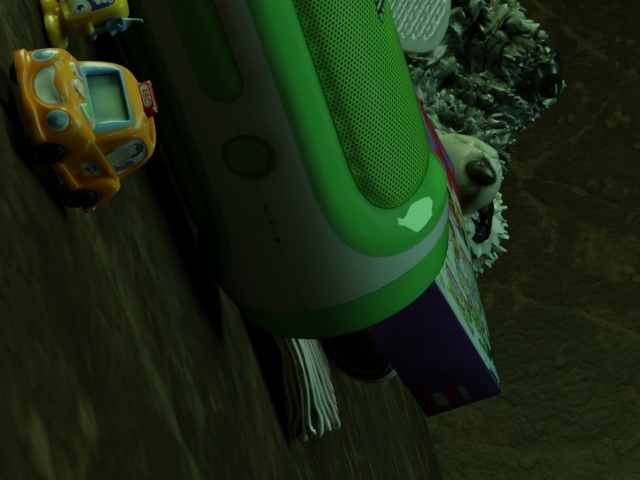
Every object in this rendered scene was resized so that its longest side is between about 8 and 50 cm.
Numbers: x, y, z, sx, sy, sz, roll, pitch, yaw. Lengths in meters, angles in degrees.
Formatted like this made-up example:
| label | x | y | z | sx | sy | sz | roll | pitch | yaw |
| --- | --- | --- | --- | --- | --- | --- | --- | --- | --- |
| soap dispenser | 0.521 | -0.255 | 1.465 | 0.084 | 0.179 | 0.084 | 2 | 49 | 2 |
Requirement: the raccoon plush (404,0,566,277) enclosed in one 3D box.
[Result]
| label | x | y | z | sx | sy | sz | roll | pitch | yaw |
| --- | --- | --- | --- | --- | --- | --- | --- | --- | --- |
| raccoon plush | 0.061 | -0.038 | 1.506 | 0.446 | 0.216 | 0.299 | 122 | -12 | -72 |

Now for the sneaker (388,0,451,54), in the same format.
| label | x | y | z | sx | sy | sz | roll | pitch | yaw |
| --- | --- | --- | --- | --- | --- | --- | --- | --- | --- |
| sneaker | -0.037 | -0.185 | 1.157 | 0.321 | 0.127 | 0.126 | 13 | 83 | -58 |

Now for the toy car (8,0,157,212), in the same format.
| label | x | y | z | sx | sy | sz | roll | pitch | yaw |
| --- | --- | --- | --- | --- | --- | --- | --- | --- | --- |
| toy car | -0.076 | -0.064 | 0.546 | 0.060 | 0.040 | 0.122 | 69 | 6 | -46 |

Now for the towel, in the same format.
| label | x | y | z | sx | sy | sz | roll | pitch | yaw |
| --- | --- | --- | --- | --- | --- | --- | --- | --- | --- |
| towel | -0.030 | 0.016 | 0.987 | 0.197 | 0.029 | 0.144 | -104 | 176 | -69 |

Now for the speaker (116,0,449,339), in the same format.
| label | x | y | z | sx | sy | sz | roll | pitch | yaw |
| --- | --- | --- | --- | --- | --- | --- | --- | --- | --- |
| speaker | -0.030 | -0.102 | 0.741 | 0.131 | 0.131 | 0.296 | -101 | 173 | -56 |

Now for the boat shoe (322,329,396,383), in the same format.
| label | x | y | z | sx | sy | sz | roll | pitch | yaw |
| --- | --- | --- | --- | --- | --- | --- | --- | --- | --- |
| boat shoe | 0.000 | 0.000 | 1.127 | 0.076 | 0.080 | 0.228 | -60 | 135 | -69 |

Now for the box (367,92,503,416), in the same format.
| label | x | y | z | sx | sy | sz | roll | pitch | yaw |
| --- | --- | --- | --- | --- | --- | --- | --- | --- | --- |
| box | 0.026 | -0.051 | 1.021 | 0.293 | 0.057 | 0.201 | 56 | 20 | -47 |
